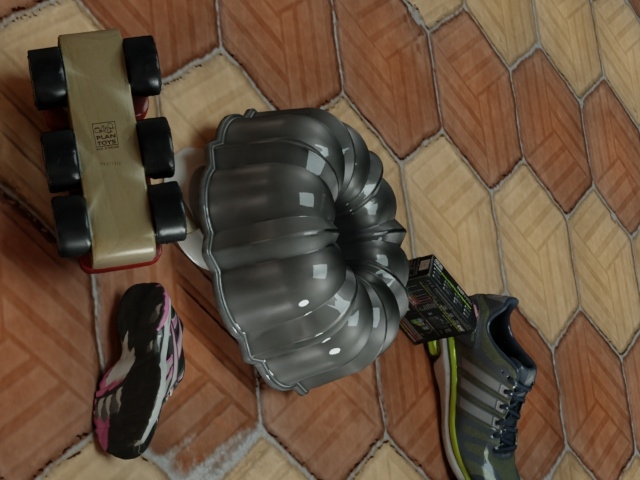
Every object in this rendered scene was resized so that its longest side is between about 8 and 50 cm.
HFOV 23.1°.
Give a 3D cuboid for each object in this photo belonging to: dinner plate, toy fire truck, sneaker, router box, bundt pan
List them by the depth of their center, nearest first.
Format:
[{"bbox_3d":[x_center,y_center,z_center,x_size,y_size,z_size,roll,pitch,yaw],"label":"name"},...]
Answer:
[{"bbox_3d":[-0.193,-0.072,1.527,0.159,0.246,0.217,-9,81,-12],"label":"toy fire truck"},{"bbox_3d":[-0.162,0.133,1.528,0.077,0.072,0.178,50,44,-49],"label":"sneaker"},{"bbox_3d":[-0.121,-0.036,1.709,0.141,0.017,0.141,30,53,-50],"label":"dinner plate"},{"bbox_3d":[0.000,0.000,1.738,0.331,0.124,0.330,38,45,-52],"label":"bundt pan"},{"bbox_3d":[0.131,0.076,1.971,0.122,0.092,0.038,49,40,-35],"label":"router box"},{"bbox_3d":[0.223,0.207,2.027,0.111,0.121,0.300,-7,82,-57],"label":"sneaker"}]
